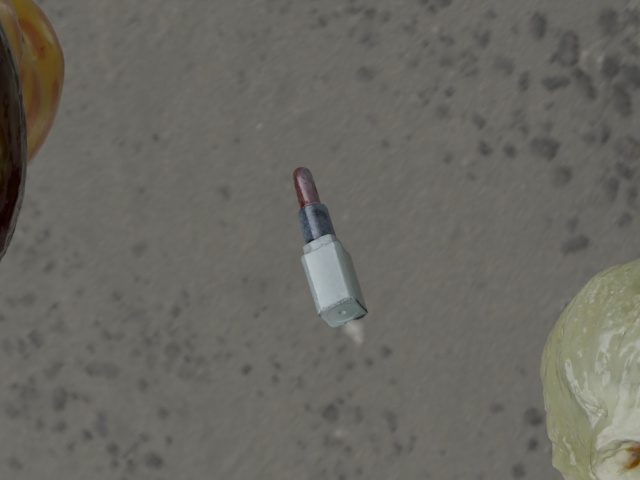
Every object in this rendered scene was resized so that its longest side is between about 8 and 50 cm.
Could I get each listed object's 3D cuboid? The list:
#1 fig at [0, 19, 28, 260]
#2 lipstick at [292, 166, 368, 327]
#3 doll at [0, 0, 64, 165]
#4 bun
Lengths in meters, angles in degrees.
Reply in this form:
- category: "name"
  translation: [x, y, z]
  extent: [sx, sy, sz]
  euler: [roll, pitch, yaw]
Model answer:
- category: "fig"
  translation: [-0.205, -0.072, 0.754]
  extent: [0.190, 0.190, 0.290]
  euler: [38, 136, 5]
- category: "lipstick"
  translation: [0.000, 0.000, 1.024]
  extent: [0.025, 0.025, 0.107]
  euler: [-25, 56, 12]
- category: "doll"
  translation: [-0.250, -0.101, 1.049]
  extent: [0.166, 0.269, 0.162]
  euler: [-12, 79, 1]
- category: "bun"
  translation: [0.250, 0.121, 1.227]
  extent: [0.244, 0.153, 0.244]
  euler: [33, 138, 37]
